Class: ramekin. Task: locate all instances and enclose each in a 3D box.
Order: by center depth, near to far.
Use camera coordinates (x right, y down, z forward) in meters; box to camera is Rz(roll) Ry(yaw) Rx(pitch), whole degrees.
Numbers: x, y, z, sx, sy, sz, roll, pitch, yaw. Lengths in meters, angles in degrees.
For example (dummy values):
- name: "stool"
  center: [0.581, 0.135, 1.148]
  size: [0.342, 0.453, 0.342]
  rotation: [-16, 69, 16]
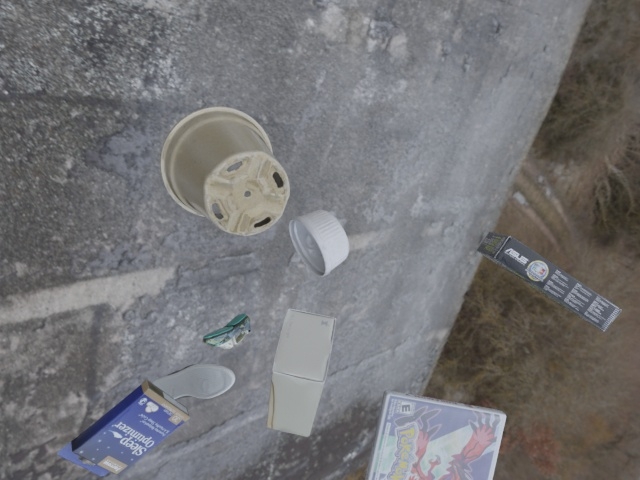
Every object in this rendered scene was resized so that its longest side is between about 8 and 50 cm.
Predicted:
- name: "ramekin"
  center: [0.000, 0.000, 1.665]
  size: [0.109, 0.207, 0.207]
  rotation: [-30, 136, -22]

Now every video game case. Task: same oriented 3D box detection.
- name: "video game case"
  center: [0.162, 0.332, 0.767]
  size: [0.184, 0.023, 0.201]
  rotation: [12, 91, -6]

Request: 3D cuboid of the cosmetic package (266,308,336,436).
- name: "cosmetic package"
  center: [-0.048, 0.309, 1.199]
  size: [0.309, 0.113, 0.160]
  rotation: [99, 3, -49]

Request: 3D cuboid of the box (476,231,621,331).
- name: "box"
  center: [0.494, 0.081, 1.173]
  size: [0.060, 0.270, 0.216]
  rotation: [-56, 175, 6]

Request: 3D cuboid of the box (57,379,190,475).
- name: "box"
  center: [-0.397, 0.396, 1.073]
  size: [0.225, 0.036, 0.136]
  rotation: [-39, 129, -4]

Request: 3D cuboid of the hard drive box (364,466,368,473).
- name: "hard drive box"
  center: [0.245, 0.573, 1.447]
  size: [0.232, 0.089, 0.181]
  rotation: [-42, 170, -28]

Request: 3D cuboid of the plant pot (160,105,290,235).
- name: "plant pot"
  center: [-0.236, -0.169, 1.417]
  size: [0.334, 0.305, 0.333]
  rotation: [-11, 116, -22]

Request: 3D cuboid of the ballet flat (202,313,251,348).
- name: "ballet flat"
  center: [-0.238, 0.251, 1.388]
  size: [0.188, 0.070, 0.070]
  rotation: [-26, 138, -61]

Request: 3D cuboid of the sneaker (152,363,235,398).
- name: "sneaker"
  center: [-0.360, 0.416, 1.602]
  size: [0.147, 0.296, 0.104]
  rotation: [-11, 84, -66]
